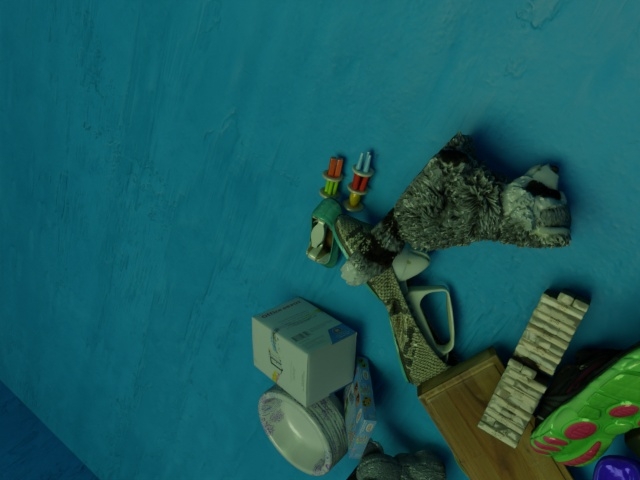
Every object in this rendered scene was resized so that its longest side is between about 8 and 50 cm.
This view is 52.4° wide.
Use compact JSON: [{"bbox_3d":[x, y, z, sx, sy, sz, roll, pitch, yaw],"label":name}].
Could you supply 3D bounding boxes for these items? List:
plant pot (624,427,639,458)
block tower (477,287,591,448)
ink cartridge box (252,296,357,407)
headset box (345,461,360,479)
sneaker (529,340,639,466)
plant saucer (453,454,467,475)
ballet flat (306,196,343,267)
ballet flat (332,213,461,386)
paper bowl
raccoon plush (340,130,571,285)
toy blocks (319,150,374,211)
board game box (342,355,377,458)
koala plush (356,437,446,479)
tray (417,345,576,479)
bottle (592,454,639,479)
[{"bbox_3d":[0.690,0.407,1.339,0.081,0.081,0.083,48,121,6],"label":"plant pot"},{"bbox_3d":[0.443,0.257,1.354,0.091,0.097,0.335,28,103,22],"label":"block tower"},{"bbox_3d":[-0.047,0.289,1.728,0.233,0.171,0.168,28,126,42],"label":"ink cartridge box"},{"bbox_3d":[0.137,0.755,1.788,0.218,0.293,0.110,41,131,11],"label":"headset box"},{"bbox_3d":[0.563,0.273,1.264,0.185,0.202,0.483,24,140,-8],"label":"sneaker"},{"bbox_3d":[0.444,0.530,1.613,0.241,0.037,0.241,17,122,28],"label":"plant saucer"},{"bbox_3d":[0.000,0.000,1.593,0.083,0.087,0.247,32,144,20],"label":"ballet flat"},{"bbox_3d":[0.205,0.125,1.522,0.182,0.164,0.483,-21,106,20],"label":"ballet flat"},{"bbox_3d":[-0.033,0.518,1.871,0.284,0.148,0.284,26,132,34],"label":"paper bowl"},{"bbox_3d":[0.290,-0.001,1.320,0.299,0.216,0.446,43,124,7],"label":"raccoon plush"},{"bbox_3d":[0.063,-0.155,1.524,0.123,0.054,0.148,29,128,21],"label":"toy blocks"},{"bbox_3d":[0.100,0.440,1.720,0.039,0.211,0.160,9,126,-9],"label":"board game box"},{"bbox_3d":[0.192,0.620,1.705,0.221,0.196,0.203,22,124,-13],"label":"koala plush"},{"bbox_3d":[0.416,0.470,1.492,0.203,0.076,0.411,-32,93,11],"label":"tray"},{"bbox_3d":[0.619,0.500,1.319,0.092,0.283,0.118,0,73,31],"label":"bottle"}]
